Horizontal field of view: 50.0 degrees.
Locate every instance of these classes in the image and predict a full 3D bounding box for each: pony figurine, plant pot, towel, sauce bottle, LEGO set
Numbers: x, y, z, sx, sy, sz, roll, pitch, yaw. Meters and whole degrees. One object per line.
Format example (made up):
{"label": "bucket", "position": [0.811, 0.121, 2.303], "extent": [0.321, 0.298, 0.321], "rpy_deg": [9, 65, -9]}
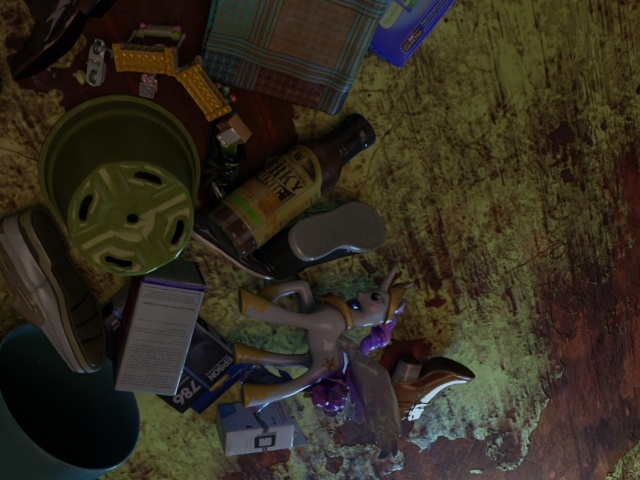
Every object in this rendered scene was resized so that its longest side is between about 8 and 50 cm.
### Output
{"label": "pony figurine", "position": [0.017, 0.229, 1.351], "extent": [0.364, 0.303, 0.351], "rpy_deg": [-2, 95, -18]}
{"label": "plant pot", "position": [-0.312, -0.075, 1.103], "extent": [0.276, 0.254, 0.276], "rpy_deg": [-7, 114, -16]}
{"label": "towel", "position": [-0.033, -0.379, 1.086], "extent": [0.271, 0.040, 0.370], "rpy_deg": [14, 133, -12]}
{"label": "plant pot", "position": [-0.505, 0.328, 1.195], "extent": [0.235, 0.293, 0.293], "rpy_deg": [-40, 120, 15]}
{"label": "sauce bottle", "position": [-0.046, -0.109, 1.246], "extent": [0.344, 0.111, 0.111], "rpy_deg": [-41, 120, -17]}
{"label": "LEGO set", "position": [-0.228, -0.273, 1.125], "extent": [0.287, 0.107, 0.132], "rpy_deg": [22, 130, -13]}

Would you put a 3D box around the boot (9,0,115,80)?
{"label": "boot", "position": [-0.423, -0.353, 1.063], "extent": [0.219, 0.082, 0.106], "rpy_deg": [-41, 97, 5]}

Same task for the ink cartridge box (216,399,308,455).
{"label": "ink cartridge box", "position": [-0.122, 0.390, 1.451], "extent": [0.180, 0.104, 0.060], "rpy_deg": [-2, 111, -20]}

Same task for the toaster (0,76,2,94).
{"label": "toaster", "position": [-0.580, -0.195, 1.028], "extent": [0.146, 0.129, 0.227], "rpy_deg": [25, 101, -29]}

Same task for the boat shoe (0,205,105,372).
{"label": "boat shoe", "position": [-0.471, 0.095, 1.190], "extent": [0.103, 0.113, 0.302], "rpy_deg": [-19, 97, 11]}

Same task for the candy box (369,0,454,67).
{"label": "candy box", "position": [0.091, -0.498, 1.145], "extent": [0.317, 0.122, 0.268], "rpy_deg": [35, 98, -29]}

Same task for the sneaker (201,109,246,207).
{"label": "sneaker", "position": [-0.172, -0.138, 1.226], "extent": [0.067, 0.078, 0.188], "rpy_deg": [0, 114, -21]}

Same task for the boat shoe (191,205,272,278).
{"label": "boat shoe", "position": [-0.152, 0.005, 1.296], "extent": [0.206, 0.075, 0.065], "rpy_deg": [32, 101, -23]}

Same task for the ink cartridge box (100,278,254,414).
{"label": "ink cartridge box", "position": [-0.285, 0.220, 1.346], "extent": [0.165, 0.065, 0.332], "rpy_deg": [-44, 120, 1]}

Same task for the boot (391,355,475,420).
{"label": "boot", "position": [0.249, 0.348, 1.588], "extent": [0.197, 0.073, 0.152], "rpy_deg": [10, 107, -10]}

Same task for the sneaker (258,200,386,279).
{"label": "sneaker", "position": [0.000, 0.000, 1.332], "extent": [0.296, 0.147, 0.104], "rpy_deg": [-13, 83, -49]}

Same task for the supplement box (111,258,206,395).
{"label": "supplement box", "position": [-0.289, 0.149, 1.217], "extent": [0.114, 0.111, 0.220], "rpy_deg": [10, 106, -23]}
